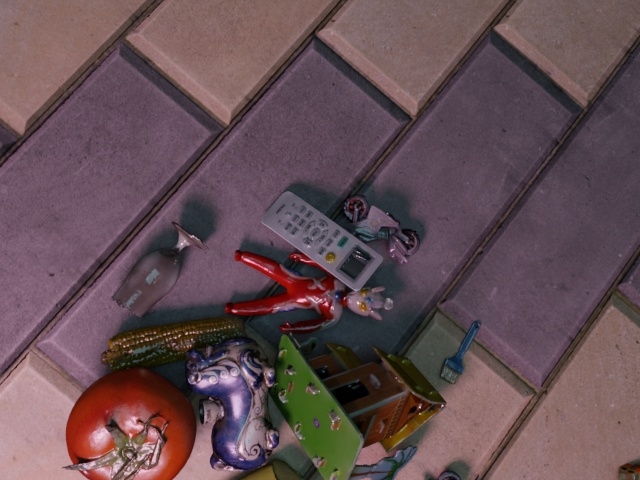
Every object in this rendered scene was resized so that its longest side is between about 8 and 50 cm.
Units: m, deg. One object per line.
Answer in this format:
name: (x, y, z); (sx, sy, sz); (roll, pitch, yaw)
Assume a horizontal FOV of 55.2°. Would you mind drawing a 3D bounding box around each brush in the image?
brush: (0.344, 0.269, 1.487); (0.051, 0.014, 0.164); (33, 79, -5)

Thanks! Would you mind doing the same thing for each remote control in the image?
remote control: (0.000, 0.000, 1.416); (0.293, 0.051, 0.103); (35, 75, 18)

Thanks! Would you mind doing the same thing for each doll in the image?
doll: (-0.021, 0.124, 1.418); (0.383, 0.099, 0.189); (7, 82, -4)

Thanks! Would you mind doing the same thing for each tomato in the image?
tomato: (-0.384, 0.387, 1.256); (0.255, 0.224, 0.256); (-4, 104, -15)

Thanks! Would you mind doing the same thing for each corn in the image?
corn: (-0.322, 0.227, 1.359); (0.319, 0.097, 0.097); (-8, 84, -12)

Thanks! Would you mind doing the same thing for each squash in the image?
squash: (-0.172, 0.564, 1.334); (0.287, 0.137, 0.137); (-14, 85, -1)

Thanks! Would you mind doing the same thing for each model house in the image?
model house: (0.085, 0.383, 1.387); (0.323, 0.340, 0.300); (-12, 42, -32)

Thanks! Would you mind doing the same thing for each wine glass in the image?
wine glass: (-0.360, 0.069, 1.370); (0.103, 0.103, 0.222); (39, 80, -2)

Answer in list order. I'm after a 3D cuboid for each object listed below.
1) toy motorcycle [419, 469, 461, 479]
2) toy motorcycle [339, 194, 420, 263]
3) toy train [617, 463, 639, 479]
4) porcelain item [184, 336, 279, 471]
toy motorcycle: (0.298, 0.632, 1.413); (0.106, 0.074, 0.190); (-19, 86, -1)
toy motorcycle: (0.134, -0.015, 1.461); (0.215, 0.080, 0.123); (33, 79, -7)
toy train: (0.773, 0.633, 1.474); (0.099, 0.072, 0.188); (9, 82, -9)
porcelain item: (-0.190, 0.353, 1.310); (0.186, 0.138, 0.288); (-4, 96, -19)
